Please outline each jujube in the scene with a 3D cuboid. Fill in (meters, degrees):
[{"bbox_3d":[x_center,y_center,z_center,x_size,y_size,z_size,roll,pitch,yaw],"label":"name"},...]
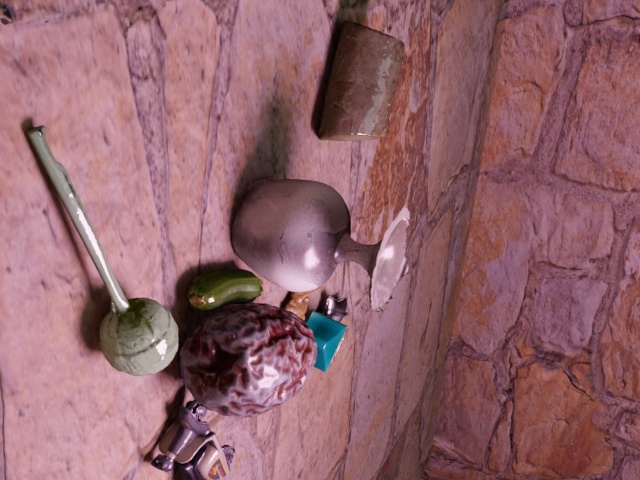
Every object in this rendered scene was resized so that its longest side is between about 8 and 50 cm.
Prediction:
[{"bbox_3d":[-0.133,0.229,1.341,0.317,0.226,0.226,24,83,-70],"label":"jujube"}]

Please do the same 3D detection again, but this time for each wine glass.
[{"bbox_3d":[0.000,0.000,1.352,0.238,0.323,0.238,-48,146,-49],"label":"wine glass"}]

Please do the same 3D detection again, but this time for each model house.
[{"bbox_3d":[-0.001,0.253,1.742,0.127,0.100,0.149,-66,169,-1],"label":"model house"}]

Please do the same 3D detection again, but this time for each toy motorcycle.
[{"bbox_3d":[-0.252,0.423,1.365,0.157,0.091,0.263,-50,147,-36],"label":"toy motorcycle"}]

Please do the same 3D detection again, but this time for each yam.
[{"bbox_3d":[0.093,-0.343,1.544,0.161,0.161,0.268,0,103,-66],"label":"yam"}]

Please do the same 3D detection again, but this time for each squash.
[{"bbox_3d":[-0.181,0.092,1.319,0.068,0.077,0.219,-58,156,16],"label":"squash"}]

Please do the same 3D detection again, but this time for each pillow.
[{"bbox_3d":[0.032,0.195,1.887,0.091,0.055,0.136,-44,157,13],"label":"pillow"}]

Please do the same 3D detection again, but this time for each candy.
[{"bbox_3d":[-0.314,0.034,0.986,0.119,0.119,0.440,-53,142,-38],"label":"candy"}]

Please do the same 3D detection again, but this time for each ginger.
[{"bbox_3d":[-0.039,0.138,1.691,0.176,0.052,0.193,-37,139,-62],"label":"ginger"}]
